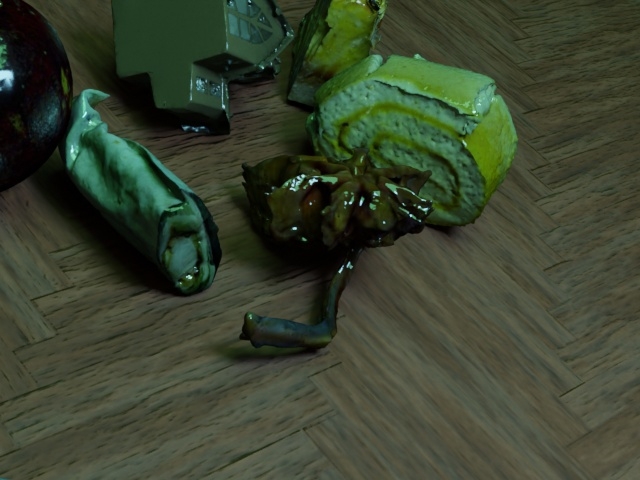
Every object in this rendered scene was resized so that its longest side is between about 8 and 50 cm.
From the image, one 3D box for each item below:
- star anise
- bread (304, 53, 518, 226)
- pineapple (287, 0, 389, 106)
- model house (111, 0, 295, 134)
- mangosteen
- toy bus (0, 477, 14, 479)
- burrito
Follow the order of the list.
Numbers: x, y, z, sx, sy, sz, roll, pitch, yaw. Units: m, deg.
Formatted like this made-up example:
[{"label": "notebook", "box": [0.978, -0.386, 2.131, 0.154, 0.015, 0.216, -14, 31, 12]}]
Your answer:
[{"label": "star anise", "box": [-0.002, -0.007, 1.275, 0.237, 0.148, 0.346, 8, 37, 17]}, {"label": "bread", "box": [0.107, -0.134, 1.439, 0.257, 0.186, 0.124, 21, 41, 11]}, {"label": "pineapple", "box": [0.019, -0.259, 1.577, 0.114, 0.186, 0.236, 18, -5, -2]}, {"label": "model house", "box": [-0.114, -0.217, 1.481, 0.248, 0.181, 0.176, 9, 75, -58]}, {"label": "mangosteen", "box": [-0.364, -0.179, 1.168, 0.231, 0.289, 0.231, -1, 48, 1]}, {"label": "toy bus", "box": [-0.300, 0.301, 0.714, 0.199, 0.183, 0.343, 12, 38, -8]}, {"label": "burrito", "box": [-0.197, -0.052, 1.245, 0.089, 0.144, 0.229, -35, 55, -20]}]
